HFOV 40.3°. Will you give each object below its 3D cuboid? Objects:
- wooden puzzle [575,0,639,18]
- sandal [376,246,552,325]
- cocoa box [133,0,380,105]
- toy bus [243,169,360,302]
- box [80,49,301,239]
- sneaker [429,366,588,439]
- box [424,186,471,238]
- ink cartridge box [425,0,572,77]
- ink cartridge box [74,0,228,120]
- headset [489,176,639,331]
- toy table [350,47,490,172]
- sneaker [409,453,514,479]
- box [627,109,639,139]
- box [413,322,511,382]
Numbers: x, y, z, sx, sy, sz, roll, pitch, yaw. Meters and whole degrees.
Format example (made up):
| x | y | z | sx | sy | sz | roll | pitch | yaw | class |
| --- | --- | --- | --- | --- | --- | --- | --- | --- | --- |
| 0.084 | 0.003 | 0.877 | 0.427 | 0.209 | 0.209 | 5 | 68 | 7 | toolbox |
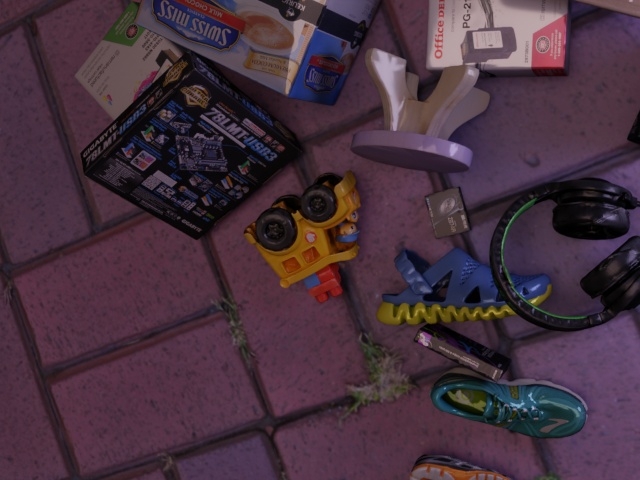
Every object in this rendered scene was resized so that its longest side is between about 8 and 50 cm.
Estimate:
| x | y | z | sx | sy | sz | roll | pitch | yaw | class |
| --- | --- | --- | --- | --- | --- | --- | --- | --- | --- |
| 0.451 | -0.516 | 1.393 | 0.348 | 0.080 | 0.322 | 13 | 81 | 2 | wooden puzzle |
| 0.247 | 0.076 | 1.547 | 0.317 | 0.126 | 0.138 | -4 | 88 | 19 | sandal |
| -0.113 | -0.418 | 1.586 | 0.347 | 0.231 | 0.228 | 28 | 103 | 17 | cocoa box |
| 0.000 | 0.000 | 1.628 | 0.220 | 0.149 | 0.211 | -29 | 96 | 17 | toy bus |
| -0.237 | -0.164 | 1.627 | 0.293 | 0.295 | 0.073 | -40 | 45 | 18 | box |
| 0.326 | 0.297 | 1.534 | 0.275 | 0.110 | 0.107 | 6 | 95 | 19 | sneaker |
| 0.233 | -0.050 | 1.594 | 0.067 | 0.018 | 0.083 | -15 | 88 | 21 | box |
| 0.307 | -0.373 | 1.502 | 0.237 | 0.100 | 0.172 | 3 | 94 | 20 | ink cartridge box |
| -0.316 | -0.300 | 1.730 | 0.278 | 0.117 | 0.201 | 47 | 107 | 11 | ink cartridge box |
| 0.472 | -0.005 | 1.408 | 0.394 | 0.185 | 0.243 | -20 | 76 | -1 | headset |
| 0.168 | -0.216 | 1.504 | 0.274 | 0.252 | 0.161 | 13 | 88 | 52 | toy table |
| 0.268 | 0.435 | 1.584 | 0.215 | 0.083 | 0.084 | 17 | 104 | 1 | sneaker |
| 0.547 | -0.232 | 1.352 | 0.059 | 0.233 | 0.183 | 25 | 102 | 11 | box |
| 0.255 | 0.195 | 1.550 | 0.162 | 0.116 | 0.029 | 27 | 101 | 16 | box |
